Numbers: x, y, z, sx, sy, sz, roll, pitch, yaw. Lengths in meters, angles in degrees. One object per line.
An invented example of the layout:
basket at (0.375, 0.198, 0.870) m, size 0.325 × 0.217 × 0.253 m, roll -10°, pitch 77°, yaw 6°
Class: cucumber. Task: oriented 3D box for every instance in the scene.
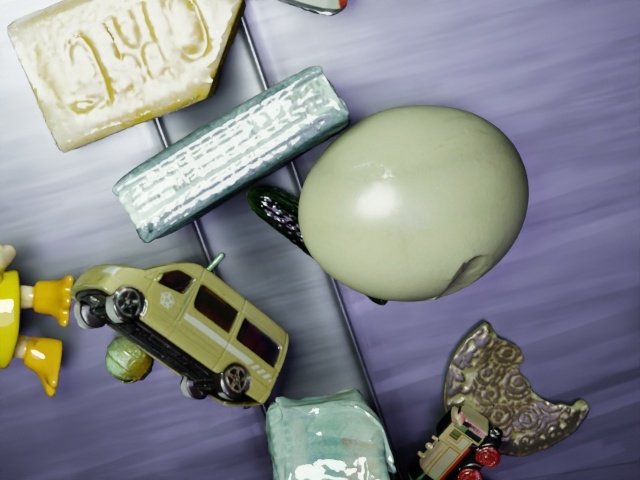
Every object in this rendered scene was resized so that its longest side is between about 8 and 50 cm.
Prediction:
cucumber at (0.000, 0.000, 1.217) m, size 0.215 × 0.058 × 0.052 m, roll 34°, pitch 111°, yaw -9°

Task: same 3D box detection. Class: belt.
belt at (0.021, 0.299, 1.207) m, size 0.150 × 0.207 × 0.257 m, roll -13°, pitch 119°, yaw -1°

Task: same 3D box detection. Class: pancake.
pancake at (0.247, 0.188, 1.291) m, size 0.184 × 0.020 × 0.190 m, roll -13°, pitch 103°, yaw 0°

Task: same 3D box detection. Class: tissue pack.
tissue pack at (-0.093, -0.098, 1.125) m, size 0.257 × 0.185 × 0.081 m, roll -31°, pitch 92°, yaw 4°

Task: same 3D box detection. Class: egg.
egg at (0.107, -0.042, 1.126) m, size 0.269 × 0.219 × 0.219 m, roll -26°, pitch 103°, yaw -22°

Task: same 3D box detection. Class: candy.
candy at (-0.185, 0.092, 1.237) m, size 0.061 × 0.061 × 0.202 m, roll 43°, pitch 88°, yaw -10°

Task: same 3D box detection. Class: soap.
soap at (-0.203, -0.219, 1.148) m, size 0.258 × 0.080 × 0.160 m, roll -22°, pitch 102°, yaw 2°

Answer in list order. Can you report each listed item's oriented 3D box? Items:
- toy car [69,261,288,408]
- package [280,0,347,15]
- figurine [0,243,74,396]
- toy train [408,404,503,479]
toy car at (-0.159, 0.092, 1.168) m, size 0.257 × 0.101 × 0.124 m, roll 41°, pitch 59°, yaw -26°
package at (-0.069, -0.344, 1.122) m, size 0.232 × 0.040 × 0.166 m, roll 16°, pitch 69°, yaw -9°
figurine at (-0.464, 0.087, 1.154) m, size 0.344 × 0.187 × 0.215 m, roll 11°, pitch 92°, yaw -11°
toy train at (0.168, 0.277, 1.280) m, size 0.087 × 0.050 × 0.138 m, roll 34°, pitch 111°, yaw -3°
